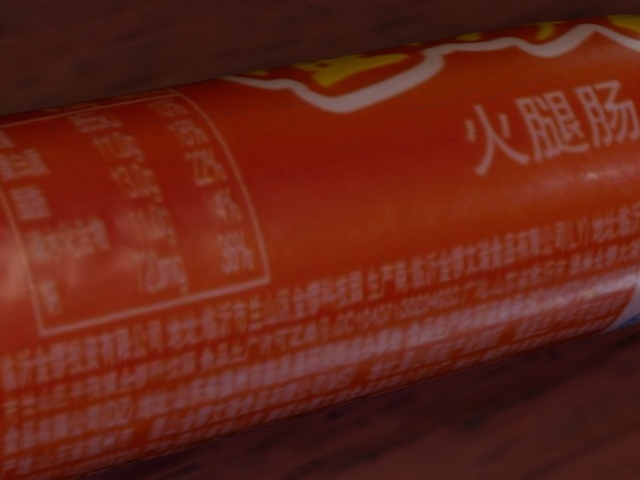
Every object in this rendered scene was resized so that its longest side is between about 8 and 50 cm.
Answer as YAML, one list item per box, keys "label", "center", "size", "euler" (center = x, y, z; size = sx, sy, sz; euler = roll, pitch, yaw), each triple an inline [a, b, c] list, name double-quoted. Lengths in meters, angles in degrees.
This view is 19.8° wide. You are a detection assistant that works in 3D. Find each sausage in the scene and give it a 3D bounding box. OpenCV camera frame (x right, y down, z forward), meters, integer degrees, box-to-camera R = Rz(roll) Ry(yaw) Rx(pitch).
- label: "sausage"
  center: [0.000, 0.000, 0.372]
  size: [0.264, 0.083, 0.083]
  euler: [-13, 66, -27]
